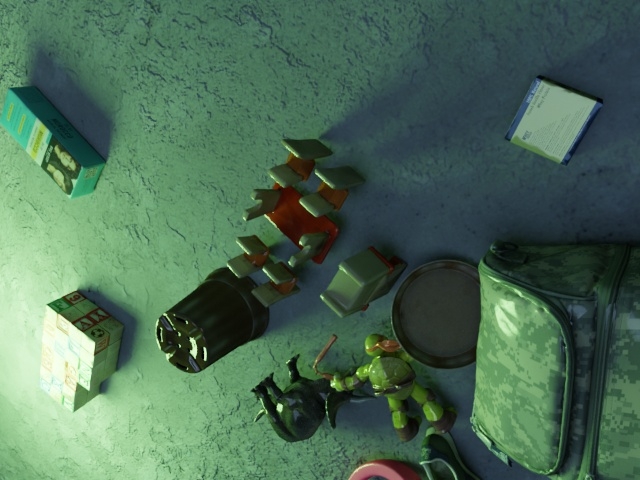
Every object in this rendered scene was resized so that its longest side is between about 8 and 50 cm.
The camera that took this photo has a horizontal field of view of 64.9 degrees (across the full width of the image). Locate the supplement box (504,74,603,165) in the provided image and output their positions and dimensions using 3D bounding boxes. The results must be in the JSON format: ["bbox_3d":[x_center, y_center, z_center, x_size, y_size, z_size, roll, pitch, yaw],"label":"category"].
[{"bbox_3d":[0.292,-0.153,0.634,0.083,0.056,0.083,29,120,16],"label":"supplement box"}]

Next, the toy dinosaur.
[{"bbox_3d":[-0.056,0.329,0.973,0.160,0.121,0.313,51,121,10],"label":"toy dinosaur"}]

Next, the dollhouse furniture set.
[{"bbox_3d":[0.000,0.000,0.834,0.259,0.135,0.262,43,124,21],"label":"dollhouse furniture set"}]

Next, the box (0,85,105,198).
[{"bbox_3d":[-0.579,-0.212,1.085,0.244,0.060,0.100,45,123,7],"label":"box"}]

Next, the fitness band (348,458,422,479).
[{"bbox_3d":[0.134,0.563,0.938,0.209,0.054,0.290,-22,71,45],"label":"fitness band"}]

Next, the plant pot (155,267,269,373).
[{"bbox_3d":[-0.214,0.158,0.965,0.167,0.165,0.166,10,113,26],"label":"plant pot"}]

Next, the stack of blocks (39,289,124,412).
[{"bbox_3d":[-0.615,0.299,1.284,0.171,0.087,0.297,31,120,15],"label":"stack of blocks"}]

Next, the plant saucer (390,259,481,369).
[{"bbox_3d":[0.192,0.113,0.772,0.169,0.029,0.168,0,92,3],"label":"plant saucer"}]

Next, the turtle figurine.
[{"bbox_3d":[0.140,0.227,0.835,0.270,0.087,0.217,-30,103,14],"label":"turtle figurine"}]

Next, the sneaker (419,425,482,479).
[{"bbox_3d":[0.231,0.426,0.872,0.064,0.086,0.192,-31,92,34],"label":"sneaker"}]

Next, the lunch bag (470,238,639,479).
[{"bbox_3d":[0.330,0.157,0.650,0.256,0.213,0.305,10,115,36],"label":"lunch bag"}]
